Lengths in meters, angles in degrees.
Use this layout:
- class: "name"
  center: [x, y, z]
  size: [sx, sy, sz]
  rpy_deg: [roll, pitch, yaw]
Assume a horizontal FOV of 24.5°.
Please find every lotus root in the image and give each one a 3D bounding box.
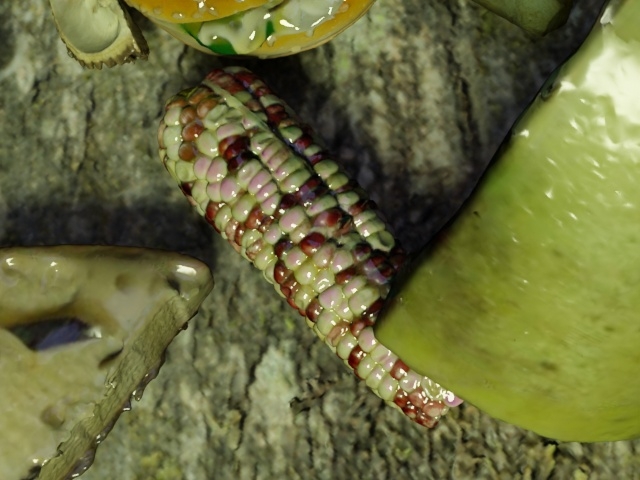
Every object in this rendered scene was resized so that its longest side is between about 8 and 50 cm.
- class: "lotus root"
  center: [-0.205, 0.090, 0.935]
  size: [0.170, 0.074, 0.261]
  rpy_deg: [27, 73, 16]

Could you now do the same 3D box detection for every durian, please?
- class: "durian"
  center: [-0.163, -0.160, 1.030]
  size: [0.052, 0.066, 0.130]
  rpy_deg: [-34, 61, -9]

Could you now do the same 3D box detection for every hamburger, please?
- class: "hamburger"
  center: [-0.050, -0.236, 0.983]
  size: [0.236, 0.147, 0.237]
  rpy_deg: [0, 96, 1]

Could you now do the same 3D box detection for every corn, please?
- class: "corn"
  center: [0.000, 0.000, 0.950]
  size: [0.092, 0.092, 0.280]
  rpy_deg: [-40, 77, -11]

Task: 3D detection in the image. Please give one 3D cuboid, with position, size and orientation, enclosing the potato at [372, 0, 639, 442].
- class: "potato"
  center: [0.227, -0.055, 0.829]
  size: [0.212, 0.280, 0.330]
  rpy_deg: [36, 60, 5]

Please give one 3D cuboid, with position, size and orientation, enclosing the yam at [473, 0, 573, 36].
- class: "yam"
  center: [0.112, -0.201, 1.023]
  size: [0.146, 0.070, 0.070]
  rpy_deg: [29, 74, 15]
